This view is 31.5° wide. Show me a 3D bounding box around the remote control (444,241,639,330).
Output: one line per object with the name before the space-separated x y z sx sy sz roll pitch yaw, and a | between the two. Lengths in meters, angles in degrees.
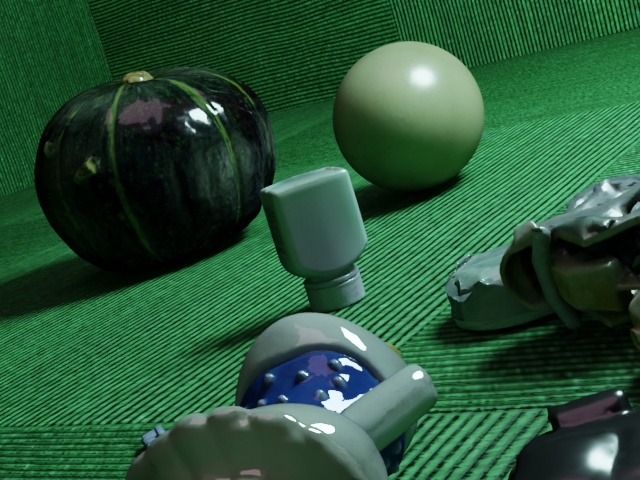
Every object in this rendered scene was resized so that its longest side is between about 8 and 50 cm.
remote control | 0.212 0.007 0.849 0.247 0.052 0.104 -20 11 -2

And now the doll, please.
doll | -0.011 0.108 0.548 0.138 0.119 0.293 -22 4 14

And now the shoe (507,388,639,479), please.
shoe | 0.138 0.101 0.381 0.291 0.114 0.137 -26 9 -26

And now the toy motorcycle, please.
toy motorcycle | 0.193 0.025 0.711 0.130 0.094 0.229 -23 25 -1

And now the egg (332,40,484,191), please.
egg | 0.110 -0.153 1.409 0.186 0.186 0.242 -14 5 10

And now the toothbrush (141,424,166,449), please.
toothbrush | -0.092 0.146 0.704 0.019 0.013 0.193 -26 13 -11

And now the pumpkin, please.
pumpkin | -0.210 -0.099 1.462 0.323 0.241 0.323 -18 11 4

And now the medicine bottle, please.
medicine bottle | 0.000 0.000 1.005 0.074 0.118 0.055 -21 12 -18
